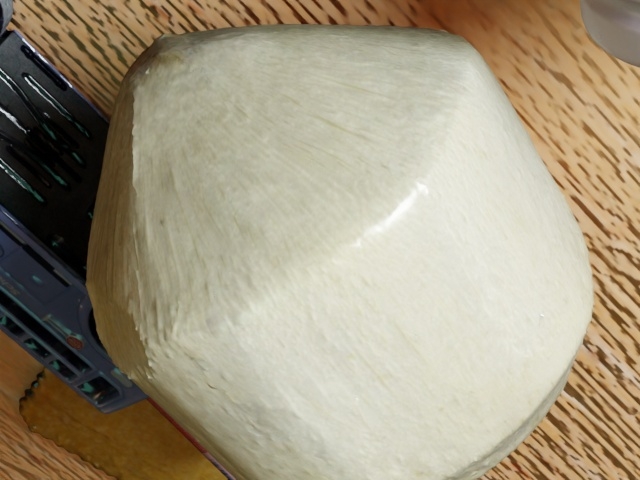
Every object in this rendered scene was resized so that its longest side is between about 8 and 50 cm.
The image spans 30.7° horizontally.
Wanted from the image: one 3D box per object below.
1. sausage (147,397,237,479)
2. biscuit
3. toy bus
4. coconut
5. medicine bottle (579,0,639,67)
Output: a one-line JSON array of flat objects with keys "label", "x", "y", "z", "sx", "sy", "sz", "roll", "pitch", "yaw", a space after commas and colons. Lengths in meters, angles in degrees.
[{"label": "sausage", "x": -0.095, "y": 0.114, "z": 0.844, "sx": 0.145, "sy": 0.050, "sz": 0.048, "roll": 48, "pitch": 147, "yaw": -16}, {"label": "biscuit", "x": -0.105, "y": 0.143, "z": 0.910, "sx": 0.232, "sy": 0.013, "sz": 0.237, "roll": 34, "pitch": 133, "yaw": -10}, {"label": "toy bus", "x": -0.185, "y": -0.029, "z": 0.713, "sx": 0.133, "sy": 0.125, "sz": 0.292, "roll": -30, "pitch": 115, "yaw": 34}, {"label": "coconut", "x": 0.000, "y": 0.000, "z": 0.601, "sx": 0.237, "sy": 0.237, "sz": 0.266, "roll": -17, "pitch": 128, "yaw": 31}, {"label": "medicine bottle", "x": 0.151, "y": -0.199, "z": 0.440, "sx": 0.133, "sy": 0.133, "sz": 0.250, "roll": -2, "pitch": 128, "yaw": 21}]
